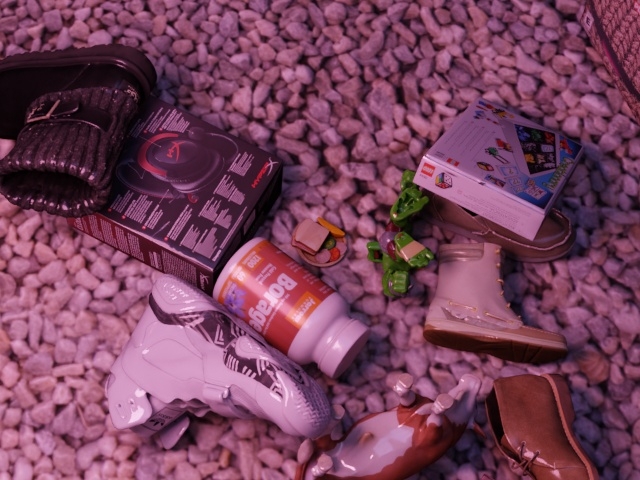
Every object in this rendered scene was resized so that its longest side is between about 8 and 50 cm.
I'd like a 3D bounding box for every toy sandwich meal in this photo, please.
[{"bbox_3d":[0.000,0.000,2.029,0.085,0.029,0.086,2,63,-3],"label":"toy sandwich meal"}]

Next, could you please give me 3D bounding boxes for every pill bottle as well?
[{"bbox_3d":[-0.039,0.101,1.924,0.216,0.121,0.121,36,66,14],"label":"pill bottle"}]

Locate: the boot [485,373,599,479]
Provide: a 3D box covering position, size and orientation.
[{"bbox_3d":[0.303,0.310,1.818,0.115,0.112,0.305,5,42,-18],"label":"boot"}]

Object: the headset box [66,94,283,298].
[{"bbox_3d":[-0.234,-0.080,2.008,0.293,0.110,0.218,26,65,9],"label":"headset box"}]

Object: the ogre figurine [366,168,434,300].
[{"bbox_3d":[0.120,0.003,1.987,0.097,0.118,0.197,-9,66,-13],"label":"ogre figurine"}]

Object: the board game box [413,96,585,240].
[{"bbox_3d":[0.276,-0.116,2.004,0.193,0.053,0.305,27,29,10],"label":"board game box"}]

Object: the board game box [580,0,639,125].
[{"bbox_3d":[0.554,-0.363,2.104,0.141,0.291,0.232,-18,65,-13],"label":"board game box"}]

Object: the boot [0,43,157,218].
[{"bbox_3d":[-0.415,-0.150,1.936,0.348,0.131,0.260,-9,48,33],"label":"boot"}]

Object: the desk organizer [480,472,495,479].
[{"bbox_3d":[0.264,0.385,1.844,0.130,0.047,0.050,35,68,13],"label":"desk organizer"}]

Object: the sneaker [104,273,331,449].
[{"bbox_3d":[-0.151,0.211,1.804,0.366,0.137,0.210,35,90,39],"label":"sneaker"}]

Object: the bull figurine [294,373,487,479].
[{"bbox_3d":[0.102,0.267,1.823,0.310,0.188,0.101,-30,58,-11],"label":"bull figurine"}]

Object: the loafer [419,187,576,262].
[{"bbox_3d":[0.271,-0.039,2.034,0.251,0.087,0.094,15,63,4],"label":"loafer"}]

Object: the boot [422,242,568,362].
[{"bbox_3d":[0.268,0.090,1.978,0.213,0.077,0.165,10,61,5],"label":"boot"}]
